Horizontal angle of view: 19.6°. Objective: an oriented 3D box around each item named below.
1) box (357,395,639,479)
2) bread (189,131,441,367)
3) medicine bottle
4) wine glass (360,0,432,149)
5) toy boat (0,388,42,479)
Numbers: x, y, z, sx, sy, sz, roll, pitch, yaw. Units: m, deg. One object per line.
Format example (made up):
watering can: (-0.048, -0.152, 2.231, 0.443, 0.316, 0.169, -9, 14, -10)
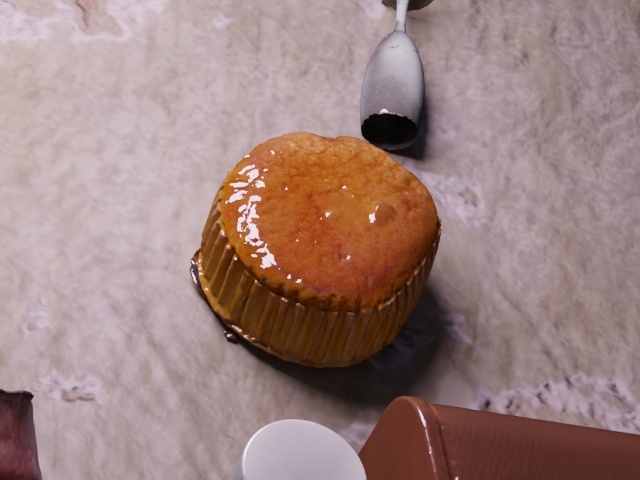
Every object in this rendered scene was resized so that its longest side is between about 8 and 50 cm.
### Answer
box: (0.146, 0.299, 1.201, 0.229, 0.239, 0.339, 7, 49, -20)
bread: (0.001, 0.000, 1.483, 0.199, 0.104, 0.199, 10, 48, -12)
medicine bottle: (-0.037, 0.204, 1.239, 0.086, 0.183, 0.086, 12, 47, -13)
wine glass: (0.071, -0.166, 1.686, 0.066, 0.066, 0.198, 15, 49, -10)
toy boat: (-0.262, 0.224, 1.158, 0.206, 0.096, 0.282, 21, 73, -50)
